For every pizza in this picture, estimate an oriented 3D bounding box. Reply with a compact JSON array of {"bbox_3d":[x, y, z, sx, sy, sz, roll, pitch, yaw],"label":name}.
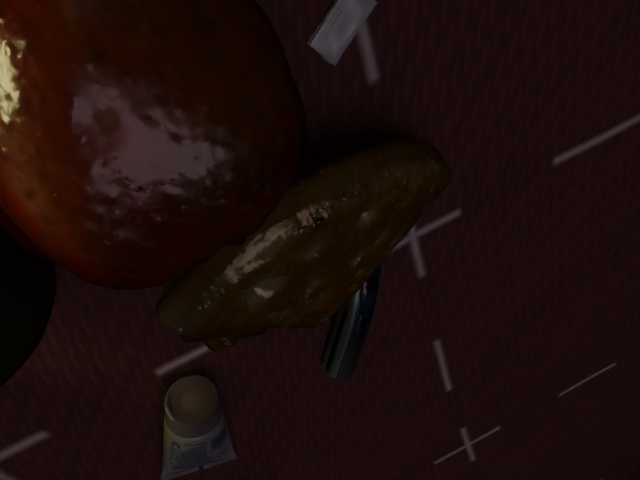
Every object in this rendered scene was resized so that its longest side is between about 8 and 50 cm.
[{"bbox_3d":[0.000,0.000,0.604,0.408,0.114,0.278,-31,156,-17],"label":"pizza"}]

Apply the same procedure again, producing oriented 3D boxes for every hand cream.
[{"bbox_3d":[-0.196,0.318,0.800,0.133,0.083,0.248,-6,135,-19],"label":"hand cream"}]

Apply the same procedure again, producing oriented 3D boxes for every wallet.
[{"bbox_3d":[0.024,-0.242,0.552,0.044,0.011,0.083,27,109,-35],"label":"wallet"}]

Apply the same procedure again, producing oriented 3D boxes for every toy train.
[{"bbox_3d":[0.058,0.111,0.783,0.055,0.048,0.252,-1,122,-26],"label":"toy train"}]

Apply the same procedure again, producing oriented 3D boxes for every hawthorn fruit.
[{"bbox_3d":[-0.162,-0.132,0.393,0.287,0.287,0.330,-29,107,-4],"label":"hawthorn fruit"}]

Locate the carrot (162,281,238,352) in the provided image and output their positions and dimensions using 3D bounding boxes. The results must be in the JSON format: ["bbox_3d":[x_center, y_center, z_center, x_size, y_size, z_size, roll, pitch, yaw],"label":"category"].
[{"bbox_3d":[-0.176,0.060,0.641,0.061,0.061,0.210,-31,126,-2],"label":"carrot"}]

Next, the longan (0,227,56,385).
[{"bbox_3d":[-0.385,0.036,0.390,0.288,0.288,0.350,-31,158,-2],"label":"longan"}]
